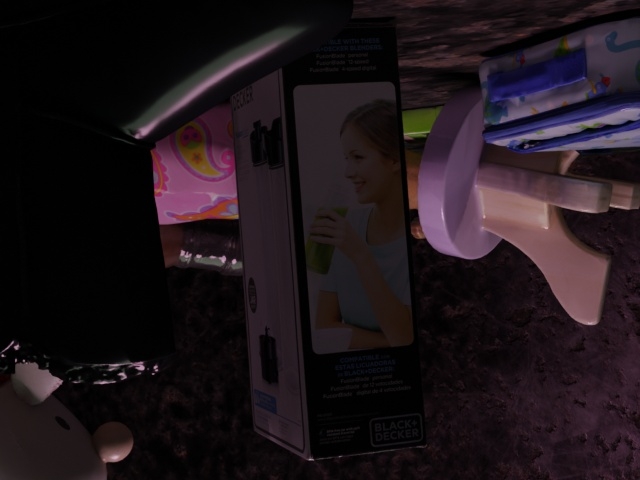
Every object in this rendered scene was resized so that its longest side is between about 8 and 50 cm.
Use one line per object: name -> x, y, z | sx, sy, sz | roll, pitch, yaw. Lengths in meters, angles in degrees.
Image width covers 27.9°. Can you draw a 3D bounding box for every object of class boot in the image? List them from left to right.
boot -> -0.088, -0.034, 0.663 | 0.246, 0.207, 0.094 | -6, 179, 18

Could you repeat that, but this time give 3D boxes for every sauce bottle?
sauce bottle -> -0.241, -0.016, 1.364 | 0.344, 0.111, 0.111 | 7, 175, -23

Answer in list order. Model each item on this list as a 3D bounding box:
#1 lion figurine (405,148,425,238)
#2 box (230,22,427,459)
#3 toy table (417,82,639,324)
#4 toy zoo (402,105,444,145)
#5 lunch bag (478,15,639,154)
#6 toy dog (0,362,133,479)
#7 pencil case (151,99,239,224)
lion figurine -> 0.086, -0.070, 1.577 | 0.392, 0.142, 0.240 | 0, 180, -32
box -> 0.000, 0.000, 0.928 | 0.087, 0.290, 0.169 | -4, -179, -16
toy table -> 0.217, -0.054, 1.263 | 0.160, 0.252, 0.274 | 12, -161, 23
toy zoo -> 0.241, -0.148, 1.533 | 0.293, 0.030, 0.192 | -5, 180, 12
lunch bag -> 0.239, -0.124, 1.035 | 0.176, 0.090, 0.219 | -2, 177, -28
toy dog -> -0.191, 0.004, 0.845 | 0.161, 0.334, 0.220 | -22, -154, -1
pencil case -> -0.183, -0.070, 1.214 | 0.284, 0.124, 0.124 | -5, 180, 9
